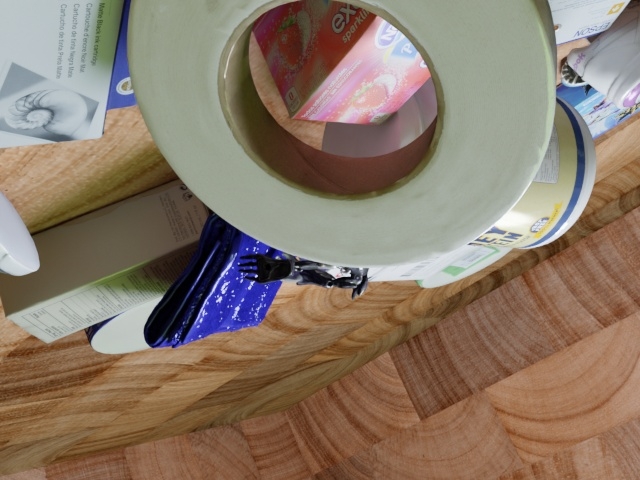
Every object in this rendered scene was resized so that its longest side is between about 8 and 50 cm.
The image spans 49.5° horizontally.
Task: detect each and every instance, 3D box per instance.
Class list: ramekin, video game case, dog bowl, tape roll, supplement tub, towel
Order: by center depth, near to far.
[{"bbox_3d":[0.013,-0.139,0.634,0.392,0.392,0.072,-43,-164,42],"label":"tape roll"},{"bbox_3d":[0.181,-0.106,0.939,0.316,0.228,0.228,3,149,-28],"label":"supplement tub"},{"bbox_3d":[-0.122,0.056,1.060,0.228,0.076,0.308,-57,167,11],"label":"towel"},{"bbox_3d":[-0.298,0.101,1.249,0.265,0.104,0.265,-22,160,-9],"label":"dog bowl"},{"bbox_3d":[0.554,-0.278,1.359,0.269,0.061,0.244,-34,159,23],"label":"video game case"},{"bbox_3d":[0.320,-0.012,1.624,0.303,0.148,0.303,-22,160,-8],"label":"ramekin"}]

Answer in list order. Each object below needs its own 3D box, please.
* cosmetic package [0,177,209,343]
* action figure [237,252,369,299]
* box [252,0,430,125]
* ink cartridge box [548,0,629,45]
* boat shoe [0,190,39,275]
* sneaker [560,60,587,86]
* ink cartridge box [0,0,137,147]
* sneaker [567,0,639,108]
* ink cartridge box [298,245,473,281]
[{"bbox_3d":[-0.308,0.031,1.050,0.309,0.113,0.160,-21,160,-8],"label":"cosmetic package"},{"bbox_3d":[0.000,0.000,1.010,0.275,0.141,0.164,5,103,-58],"label":"action figure"},{"bbox_3d":[0.073,-0.266,0.688,0.142,0.154,0.300,-4,153,-42],"label":"box"},{"bbox_3d":[0.302,-0.356,0.855,0.324,0.071,0.330,-18,163,-18],"label":"ink cartridge box"},{"bbox_3d":[-0.432,-0.024,0.773,0.102,0.108,0.301,-25,158,1],"label":"boat shoe"},{"bbox_3d":[0.494,-0.316,1.217,0.162,0.063,0.073,-21,176,5],"label":"sneaker"},{"bbox_3d":[-0.257,-0.176,0.680,0.224,0.045,0.223,-14,157,-29],"label":"ink cartridge box"},{"bbox_3d":[0.511,-0.345,1.078,0.305,0.152,0.114,-44,157,-16],"label":"sneaker"},{"bbox_3d":[0.164,-0.057,1.300,0.285,0.166,0.395,-38,157,32],"label":"ink cartridge box"}]
